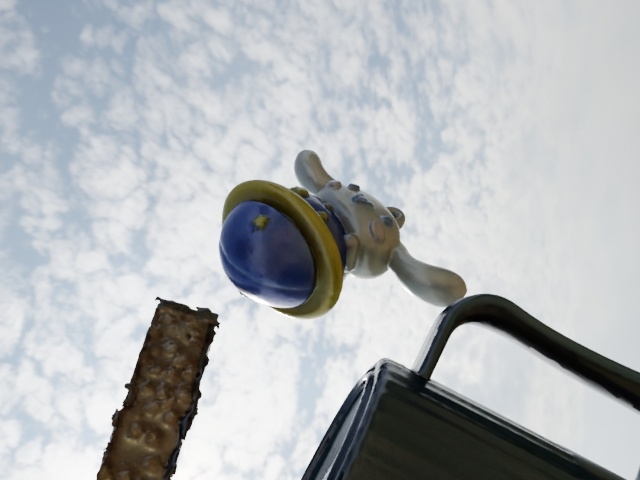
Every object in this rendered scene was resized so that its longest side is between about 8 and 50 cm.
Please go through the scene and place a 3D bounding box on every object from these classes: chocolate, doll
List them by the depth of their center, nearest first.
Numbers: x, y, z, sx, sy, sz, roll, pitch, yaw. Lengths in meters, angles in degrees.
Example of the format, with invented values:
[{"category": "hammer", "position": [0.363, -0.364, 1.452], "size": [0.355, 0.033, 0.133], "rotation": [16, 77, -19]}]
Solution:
[{"category": "doll", "position": [0.014, 0.025, 0.796], "size": [0.242, 0.311, 0.159], "rotation": [-17, -46, -56]}, {"category": "chocolate", "position": [-0.212, 0.221, 0.834], "size": [0.065, 0.102, 0.329], "rotation": [121, 165, -45]}]

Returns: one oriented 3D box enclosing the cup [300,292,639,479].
[{"category": "cup", "position": [0.133, 0.230, 0.492], "size": [0.308, 0.292, 0.242], "rotation": [-64, -4, 19]}]
